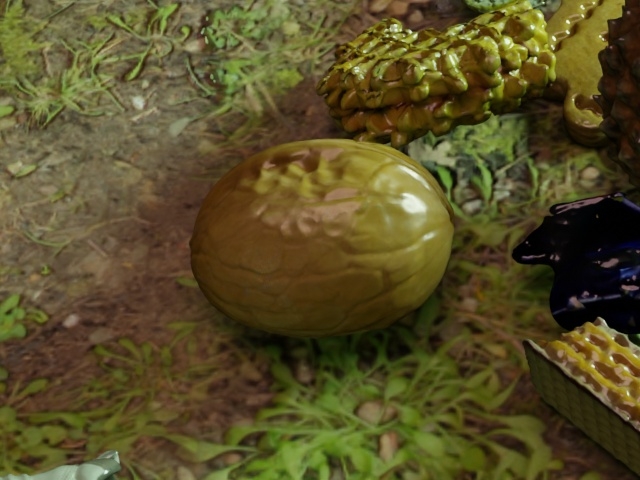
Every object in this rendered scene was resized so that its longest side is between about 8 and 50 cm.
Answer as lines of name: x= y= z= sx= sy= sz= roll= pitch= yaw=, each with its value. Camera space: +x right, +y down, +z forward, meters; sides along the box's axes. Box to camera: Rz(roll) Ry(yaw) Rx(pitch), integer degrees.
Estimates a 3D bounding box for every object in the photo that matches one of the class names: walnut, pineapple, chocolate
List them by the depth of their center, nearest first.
chocolate: x=0.298 y=0.045 z=1.282 sx=0.343 sy=0.126 sz=0.148 roll=14 pitch=69 yaw=20
pineapple: x=0.283 y=-0.132 z=1.336 sx=0.166 sy=0.193 sz=0.166 roll=-5 pitch=26 yaw=2
walnut: x=0.000 y=0.000 z=1.345 sx=0.207 sy=0.159 sz=0.159 roll=-4 pitch=52 yaw=13

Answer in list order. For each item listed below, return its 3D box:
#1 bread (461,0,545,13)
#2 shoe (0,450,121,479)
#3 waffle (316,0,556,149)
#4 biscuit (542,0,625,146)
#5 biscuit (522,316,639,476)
bread: x=0.169 y=-0.258 z=1.563 sx=0.094 sy=0.083 sz=0.157 roll=30 pitch=60 yaw=31
shoe: x=-0.125 y=0.255 z=1.190 sx=0.159 sy=0.124 sz=0.316 roll=-26 pitch=53 yaw=-20
waffle: x=0.093 y=-0.142 z=1.449 sx=0.193 sy=0.070 sz=0.197 roll=-14 pitch=22 yaw=7
biscuit: x=0.287 y=-0.136 z=1.481 sx=0.249 sy=0.035 sz=0.184 roll=32 pitch=63 yaw=28
biscuit: x=0.295 y=0.180 z=1.198 sx=0.054 sy=0.094 sz=0.379 roll=-42 pitch=57 yaw=-15
